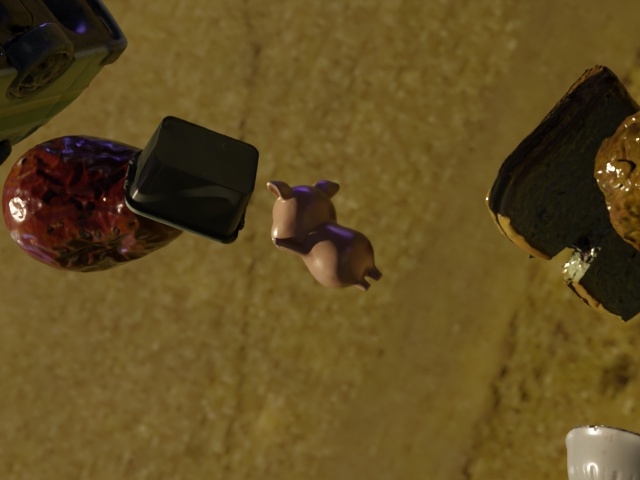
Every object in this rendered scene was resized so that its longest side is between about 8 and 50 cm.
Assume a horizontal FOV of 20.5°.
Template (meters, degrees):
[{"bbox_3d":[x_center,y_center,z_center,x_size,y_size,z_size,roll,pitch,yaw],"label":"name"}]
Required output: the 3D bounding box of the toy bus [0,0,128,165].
[{"bbox_3d":[-0.270,-0.109,1.112,0.165,0.276,0.133,-44,79,32],"label":"toy bus"}]

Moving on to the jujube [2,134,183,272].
[{"bbox_3d":[-0.276,-0.046,2.220,0.255,0.190,0.190,3,71,40],"label":"jujube"}]

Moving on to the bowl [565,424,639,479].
[{"bbox_3d":[0.347,0.288,1.966,0.189,0.189,0.086,-15,44,57],"label":"bowl"}]

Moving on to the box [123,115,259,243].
[{"bbox_3d":[-0.117,-0.060,1.660,0.084,0.122,0.069,-85,20,-45],"label":"box"}]

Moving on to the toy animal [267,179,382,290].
[{"bbox_3d":[0.004,-0.004,1.851,0.089,0.150,0.083,-43,-12,6],"label":"toy animal"}]

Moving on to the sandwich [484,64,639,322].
[{"bbox_3d":[0.367,-0.054,2.264,0.249,0.273,0.095,-48,20,10],"label":"sandwich"}]

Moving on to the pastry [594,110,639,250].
[{"bbox_3d":[0.436,-0.076,2.037,0.235,0.240,0.132,73,-159,-58],"label":"pastry"}]
